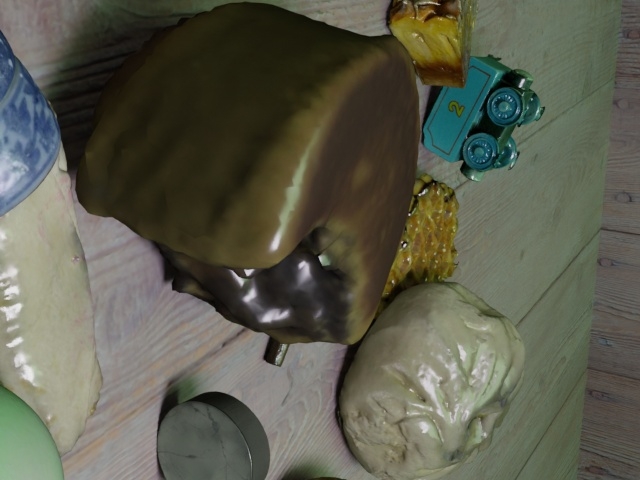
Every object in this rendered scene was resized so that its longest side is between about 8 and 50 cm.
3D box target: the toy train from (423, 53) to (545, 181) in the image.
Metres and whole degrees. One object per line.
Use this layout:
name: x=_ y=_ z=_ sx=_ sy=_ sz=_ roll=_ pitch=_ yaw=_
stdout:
toy train: x=0.274 y=-0.213 z=1.569 sx=0.112 sy=0.163 sz=0.203 roll=-14 pitch=134 yaw=-59

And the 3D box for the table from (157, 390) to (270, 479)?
table: x=-0.125 y=0.245 z=1.068 sx=0.043 sy=0.133 sz=0.133 roll=-18 pitch=116 yaw=-60

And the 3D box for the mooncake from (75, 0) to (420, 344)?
mooncake: x=-0.058 y=-0.036 z=0.940 sx=0.393 sy=0.246 sz=0.394 roll=-41 pitch=146 yaw=-48

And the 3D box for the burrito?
burrito: x=-0.261 y=0.035 z=0.787 sx=0.143 sy=0.105 sz=0.299 roll=-50 pitch=140 yaw=-57

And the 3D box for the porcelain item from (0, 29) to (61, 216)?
porcelain item: x=-0.278 y=-0.090 z=0.665 sx=0.147 sy=0.147 sz=0.114 roll=-59 pitch=146 yaw=-32

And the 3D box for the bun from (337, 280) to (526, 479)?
bun: x=0.199 y=0.248 z=1.511 sx=0.359 sy=0.211 sz=0.360 roll=-30 pitch=135 yaw=-34

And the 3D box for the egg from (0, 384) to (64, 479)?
egg: x=-0.303 y=0.195 z=0.642 sx=0.269 sy=0.220 sz=0.220 roll=-19 pitch=116 yaw=-58

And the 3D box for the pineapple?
pineapple: x=0.197 y=-0.338 z=1.468 sx=0.236 sy=0.114 sz=0.186 roll=-24 pitch=120 yaw=-60

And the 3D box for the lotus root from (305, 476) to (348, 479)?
lotus root: x=0.019 y=0.437 z=1.389 sx=0.278 sy=0.154 sz=0.154 roll=34 pitch=70 yaw=-58

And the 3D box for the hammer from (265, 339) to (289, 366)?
hammer: x=0.000 y=0.000 z=1.267 sx=0.043 sy=0.111 sz=0.365 roll=21 pitch=87 yaw=-19

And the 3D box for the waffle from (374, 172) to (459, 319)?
waffle: x=0.172 y=0.031 z=1.605 sx=0.281 sy=0.058 sz=0.301 roll=42 pitch=64 yaw=-57
